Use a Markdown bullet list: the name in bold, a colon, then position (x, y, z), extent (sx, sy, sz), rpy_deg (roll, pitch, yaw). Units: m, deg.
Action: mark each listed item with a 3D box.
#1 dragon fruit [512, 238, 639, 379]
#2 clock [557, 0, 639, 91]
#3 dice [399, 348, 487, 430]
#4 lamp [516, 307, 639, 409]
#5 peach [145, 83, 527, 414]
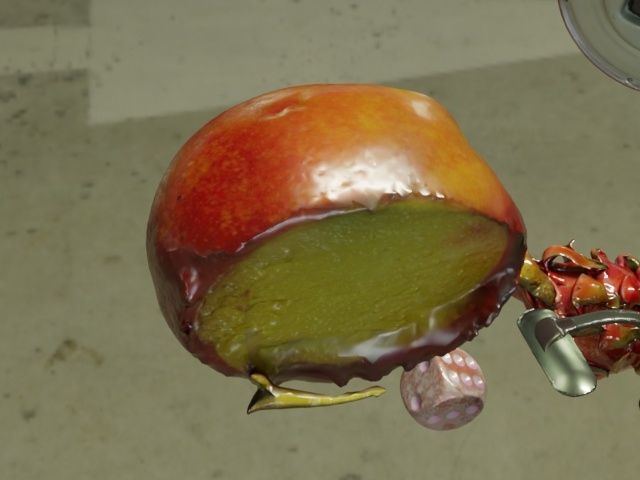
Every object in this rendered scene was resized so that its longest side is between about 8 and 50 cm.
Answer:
- **dragon fruit**: position (0.446, 0.106, 2.121), extent (0.243, 0.307, 0.227), rpy_deg (-19, 36, 23)
- **clock**: position (0.357, -0.253, 1.276), extent (0.244, 0.244, 0.056), rpy_deg (17, 42, 23)
- **dice**: position (0.175, 0.211, 1.794), extent (0.093, 0.091, 0.094), rpy_deg (15, 39, -36)
- **lamp**: position (0.417, 0.187, 1.688), extent (0.283, 0.124, 0.203), rpy_deg (33, 27, -19)
- **peach**: position (0.009, -0.014, 1.400), extent (0.406, 0.335, 0.310), rpy_deg (-14, 41, -9)
